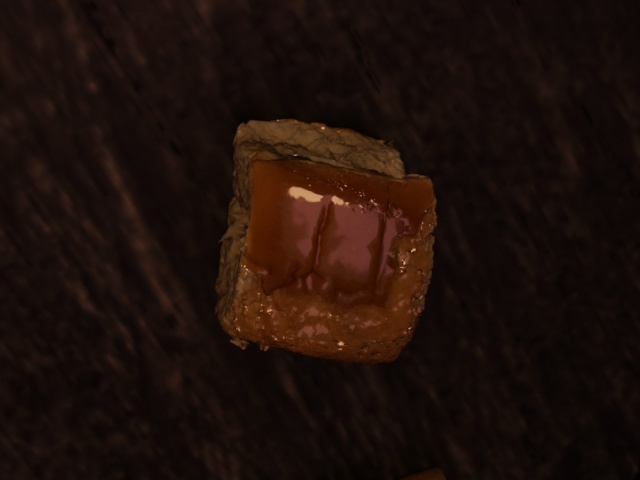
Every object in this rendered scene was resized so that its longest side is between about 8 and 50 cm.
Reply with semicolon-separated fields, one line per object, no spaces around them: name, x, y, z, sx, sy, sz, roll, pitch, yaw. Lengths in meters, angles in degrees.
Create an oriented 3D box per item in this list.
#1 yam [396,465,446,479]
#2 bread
yam;-0.095;0.172;0.723;0.327;0.045;0.045;-20;93;0
bread;-0.001;0.001;0.644;0.070;0.076;0.083;3;115;-15
